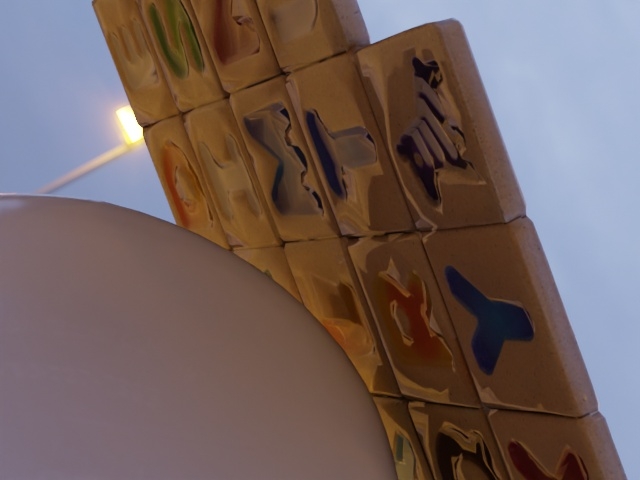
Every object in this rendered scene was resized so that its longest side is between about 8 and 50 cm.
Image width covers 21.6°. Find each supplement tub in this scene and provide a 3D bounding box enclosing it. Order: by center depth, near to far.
[{"bbox_3d":[-0.076,0.105,0.396,0.144,0.144,0.200,50,-44,31],"label":"supplement tub"}]

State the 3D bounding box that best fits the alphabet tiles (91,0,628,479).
[{"bbox_3d":[0.000,0.000,0.399,0.198,0.009,0.237,-5,-74,68],"label":"alphabet tiles"}]
